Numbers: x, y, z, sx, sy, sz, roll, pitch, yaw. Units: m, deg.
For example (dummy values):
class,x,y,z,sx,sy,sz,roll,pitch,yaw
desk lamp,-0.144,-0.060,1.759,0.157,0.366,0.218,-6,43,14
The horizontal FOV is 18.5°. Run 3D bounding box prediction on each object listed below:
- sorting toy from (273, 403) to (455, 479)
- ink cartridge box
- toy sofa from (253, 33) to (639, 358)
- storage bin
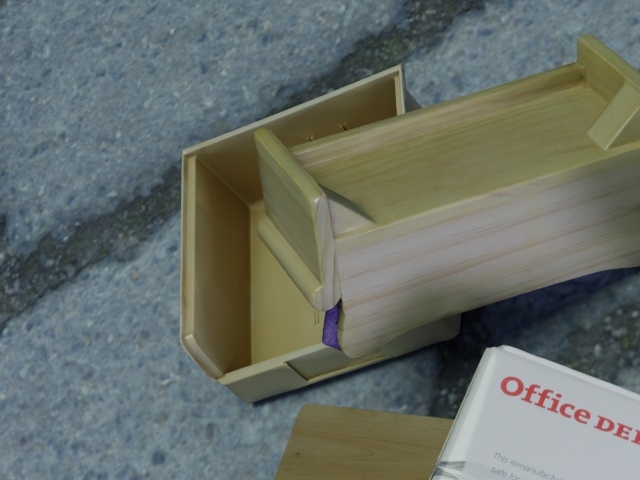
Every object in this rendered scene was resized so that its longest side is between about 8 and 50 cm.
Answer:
class,x,y,z,sx,sy,sz,roll,pitch,yaw
sorting toy,0.066,0.289,1.748,0.257,0.089,0.255,3,63,37
ink cartridge box,0.179,0.256,1.579,0.207,0.117,0.283,21,70,13
toy sofa,0.131,-0.043,1.787,0.363,0.177,0.150,-18,34,-15
storage bin,0.000,0.000,1.967,0.262,0.123,0.260,-19,51,24
